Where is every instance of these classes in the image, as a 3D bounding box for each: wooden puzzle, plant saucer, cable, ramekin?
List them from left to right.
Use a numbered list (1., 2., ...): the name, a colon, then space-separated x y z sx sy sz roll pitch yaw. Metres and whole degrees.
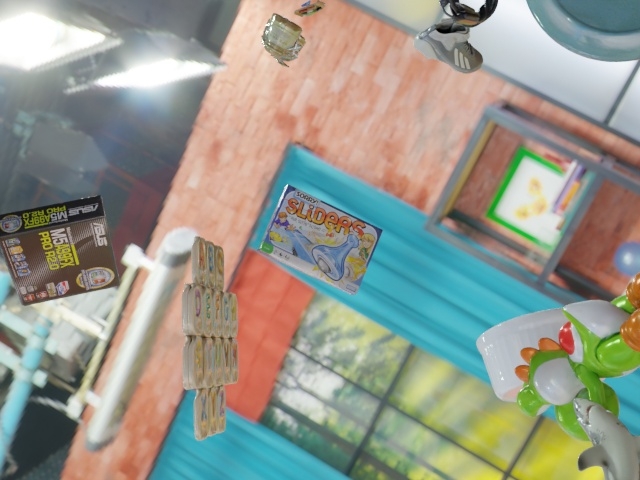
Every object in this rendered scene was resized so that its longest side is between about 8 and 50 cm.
1. wooden puzzle: -0.026 -0.595 2.596 0.079 0.014 0.116 -21 -3 26
2. cable: 0.271 -0.466 1.832 0.184 0.047 0.150 -10 -81 -51
3. ramekin: 0.487 0.253 2.174 0.277 0.277 0.135 90 171 -67
4. plant saucer: 0.490 -0.452 1.644 0.317 0.318 0.044 -61 -12 1

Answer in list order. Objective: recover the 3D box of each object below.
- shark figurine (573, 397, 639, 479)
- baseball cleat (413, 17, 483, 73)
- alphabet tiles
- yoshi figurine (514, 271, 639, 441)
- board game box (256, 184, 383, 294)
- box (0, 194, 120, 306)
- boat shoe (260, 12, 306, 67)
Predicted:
1. shark figurine: 0.426 0.378 1.489 0.116 0.166 0.278 83 -153 -47
2. baseball cleat: 0.290 -0.403 2.090 0.206 0.072 0.109 3 -25 -43
3. alphabet tiles: -0.153 0.139 1.437 0.284 0.021 0.277 42 -134 -80
4. yoshi figurine: 0.482 0.217 1.671 0.204 0.203 0.362 -3 -31 -32
5. board game box: 0.000 0.000 1.875 0.136 0.201 0.035 -67 11 -10
6. box: -0.542 0.026 2.098 0.216 0.060 0.270 -11 -32 -12
7. boat shoe: -0.098 -0.461 2.350 0.089 0.105 0.285 -62 0 2
